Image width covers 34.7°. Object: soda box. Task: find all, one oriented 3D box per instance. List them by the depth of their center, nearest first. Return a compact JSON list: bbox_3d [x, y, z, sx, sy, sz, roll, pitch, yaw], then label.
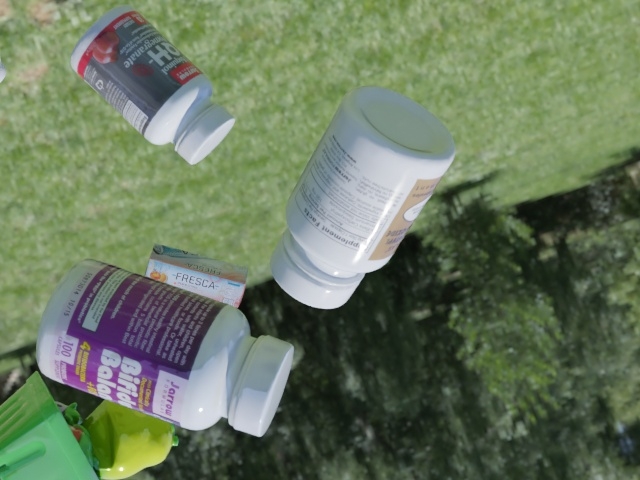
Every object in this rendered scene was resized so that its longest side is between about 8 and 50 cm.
[{"bbox_3d":[-0.229,0.064,1.892,0.183,0.058,0.063,16,-152,-7],"label":"soda box"}]

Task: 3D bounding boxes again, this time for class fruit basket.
[{"bbox_3d":[-0.509,0.415,2.196,0.392,0.283,0.392,-24,-168,6],"label":"fruit basket"}]

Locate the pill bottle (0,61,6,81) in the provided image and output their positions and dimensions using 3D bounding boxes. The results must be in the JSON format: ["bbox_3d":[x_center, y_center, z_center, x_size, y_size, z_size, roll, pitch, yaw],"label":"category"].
[{"bbox_3d":[-0.673,-0.362,1.972,0.086,0.086,0.152,-20,148,6],"label":"pill bottle"}]

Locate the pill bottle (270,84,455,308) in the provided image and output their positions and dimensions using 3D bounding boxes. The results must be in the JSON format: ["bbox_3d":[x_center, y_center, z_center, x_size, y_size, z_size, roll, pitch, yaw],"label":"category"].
[{"bbox_3d":[0.036,-0.040,1.102,0.131,0.131,0.229,-17,146,-48],"label":"pill bottle"}]

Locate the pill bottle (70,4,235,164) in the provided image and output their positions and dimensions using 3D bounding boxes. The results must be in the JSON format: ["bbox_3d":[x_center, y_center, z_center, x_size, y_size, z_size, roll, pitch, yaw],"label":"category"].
[{"bbox_3d":[-0.329,-0.305,2.050,0.176,0.318,0.176,-47,178,-2],"label":"pill bottle"}]

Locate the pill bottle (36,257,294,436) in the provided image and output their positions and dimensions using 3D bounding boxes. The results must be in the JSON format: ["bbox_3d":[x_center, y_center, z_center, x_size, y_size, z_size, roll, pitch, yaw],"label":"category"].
[{"bbox_3d":[-0.195,0.145,1.319,0.302,0.169,0.169,18,-177,8],"label":"pill bottle"}]
